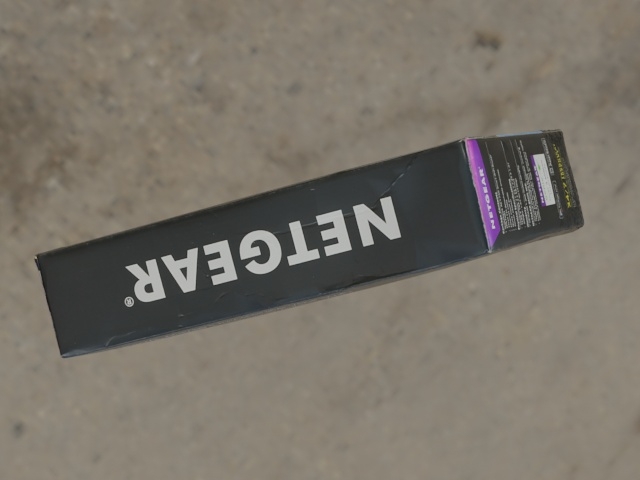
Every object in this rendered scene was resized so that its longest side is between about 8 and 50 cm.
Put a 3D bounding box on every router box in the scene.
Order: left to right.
[{"bbox_3d":[0.000,0.000,0.745,0.179,0.046,0.133,-15,179,22],"label":"router box"}]
